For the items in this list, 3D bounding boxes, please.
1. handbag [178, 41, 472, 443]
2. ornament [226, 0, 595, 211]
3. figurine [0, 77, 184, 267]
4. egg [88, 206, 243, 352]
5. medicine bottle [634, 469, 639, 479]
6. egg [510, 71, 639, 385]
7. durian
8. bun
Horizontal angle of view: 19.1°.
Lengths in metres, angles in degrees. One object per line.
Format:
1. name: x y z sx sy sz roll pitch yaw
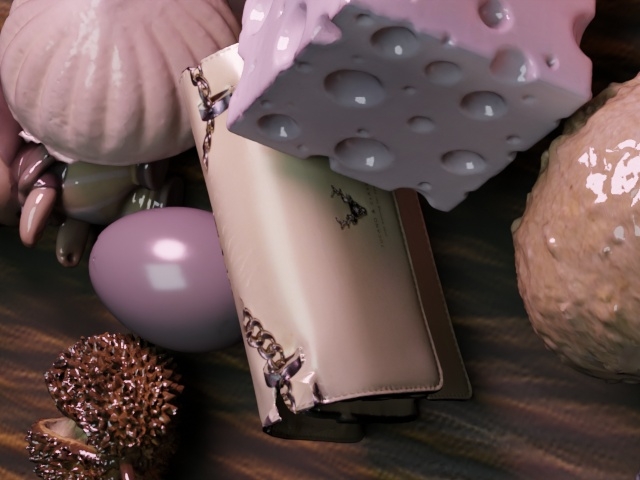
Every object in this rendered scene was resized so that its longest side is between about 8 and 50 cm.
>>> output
1. handbag: 0.000 0.000 1.811 0.160 0.236 0.359 -23 73 30
2. ornament: 0.083 -0.207 1.689 0.239 0.239 0.240 -42 35 53
3. figurine: -0.335 -0.091 2.053 0.380 0.248 0.203 12 77 19
4. egg: -0.142 0.038 1.942 0.198 0.146 0.146 17 94 11
5. medicine bottle: 0.383 0.294 1.593 0.141 0.141 0.293 -42 64 21
6. egg: 0.302 -0.010 1.615 0.310 0.279 0.279 -28 70 31
7. durian: -0.218 0.193 1.958 0.196 0.166 0.196 172 90 -73
8. bun: -0.203 -0.220 1.932 0.263 0.263 0.175 48 152 27
